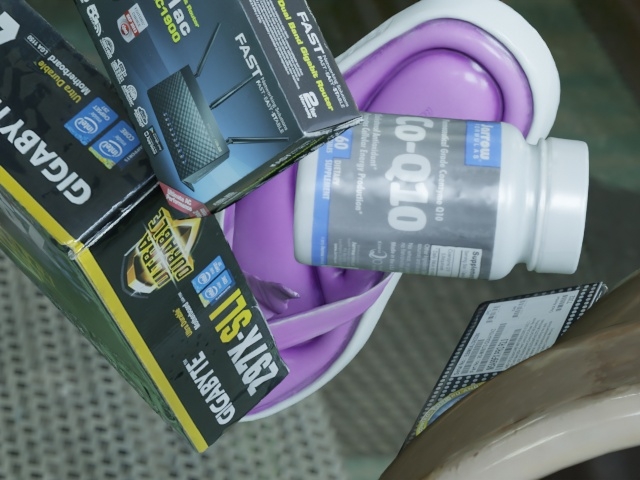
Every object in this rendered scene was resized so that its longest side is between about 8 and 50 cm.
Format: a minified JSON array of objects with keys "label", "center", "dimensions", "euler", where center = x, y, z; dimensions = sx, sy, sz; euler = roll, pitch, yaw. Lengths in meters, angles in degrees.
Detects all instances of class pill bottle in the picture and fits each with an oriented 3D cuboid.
[{"label":"pill bottle","center":[0.058,-0.021,0.962],"dimensions":[0.137,0.078,0.078],"euler":[4,35,2]}]

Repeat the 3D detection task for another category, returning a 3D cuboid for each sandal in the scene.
[{"label":"sandal","center":[-0.012,-0.010,1.307],"dimensions":[0.169,0.416,0.102],"euler":[41,37,2]}]

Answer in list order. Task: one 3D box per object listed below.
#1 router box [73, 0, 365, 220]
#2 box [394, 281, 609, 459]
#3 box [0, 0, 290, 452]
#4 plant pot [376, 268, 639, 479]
[{"label":"router box","center":[-0.046,-0.081,0.823],"dimensions":[0.038,0.092,0.122],"euler":[-21,82,-45]},{"label":"box","center":[0.085,0.177,0.757],"dimensions":[0.060,0.216,0.270],"euler":[-10,27,30]},{"label":"box","center":[-0.167,-0.057,1.053],"dimensions":[0.079,0.257,0.322],"euler":[-41,64,-12]},{"label":"plant pot","center":[0.132,0.107,0.598],"dimensions":[0.263,0.263,0.229],"euler":[17,27,3]}]
